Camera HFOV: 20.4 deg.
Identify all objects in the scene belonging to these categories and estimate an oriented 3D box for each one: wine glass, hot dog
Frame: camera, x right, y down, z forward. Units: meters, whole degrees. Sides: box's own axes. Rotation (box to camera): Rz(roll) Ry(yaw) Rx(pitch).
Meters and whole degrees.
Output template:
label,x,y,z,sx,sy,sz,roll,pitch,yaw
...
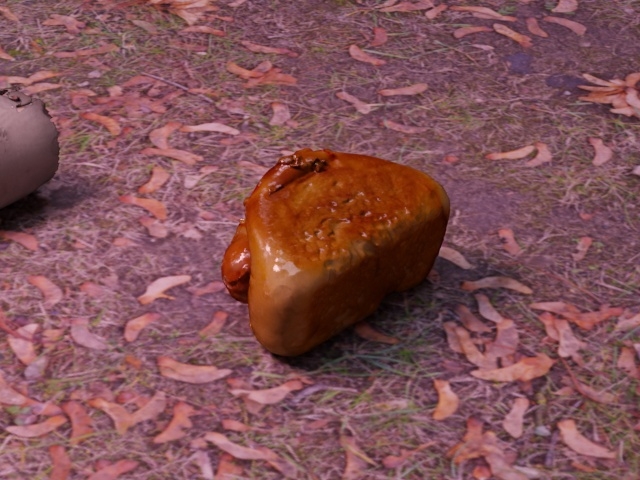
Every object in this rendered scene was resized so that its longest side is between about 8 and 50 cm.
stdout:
label,x,y,z,sx,sy,sz,roll,pitch,yaw
wine glass,-0.420,-0.066,1.824,0.143,0.143,0.321,28,33,34
hot dog,0.000,0.000,1.759,0.153,0.150,0.257,35,43,27
